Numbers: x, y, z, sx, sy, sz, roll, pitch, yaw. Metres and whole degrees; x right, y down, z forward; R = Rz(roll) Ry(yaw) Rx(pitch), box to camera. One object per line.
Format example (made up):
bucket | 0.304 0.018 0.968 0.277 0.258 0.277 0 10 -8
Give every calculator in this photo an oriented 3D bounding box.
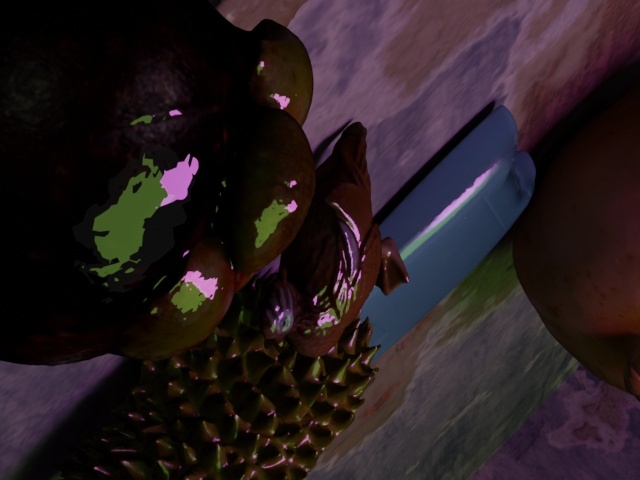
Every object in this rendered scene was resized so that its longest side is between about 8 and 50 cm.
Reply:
calculator | 0.078 0.039 1.450 0.386 0.054 0.256 -44 162 3

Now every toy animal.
toy animal | 0.000 0.000 1.105 0.179 0.089 0.188 -8 105 -64

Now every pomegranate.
pomegranate | 0.426 0.019 1.630 0.411 0.411 0.411 -41 161 -18

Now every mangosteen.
mangosteen | -0.109 -0.037 0.642 0.210 0.210 0.210 -41 161 -18

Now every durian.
durian | -0.081 0.152 1.172 0.355 0.157 0.169 -39 172 -27

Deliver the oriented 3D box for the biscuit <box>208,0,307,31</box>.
biscuit | -0.020 -0.184 0.803 0.133 0.032 0.250 -32 156 -37
